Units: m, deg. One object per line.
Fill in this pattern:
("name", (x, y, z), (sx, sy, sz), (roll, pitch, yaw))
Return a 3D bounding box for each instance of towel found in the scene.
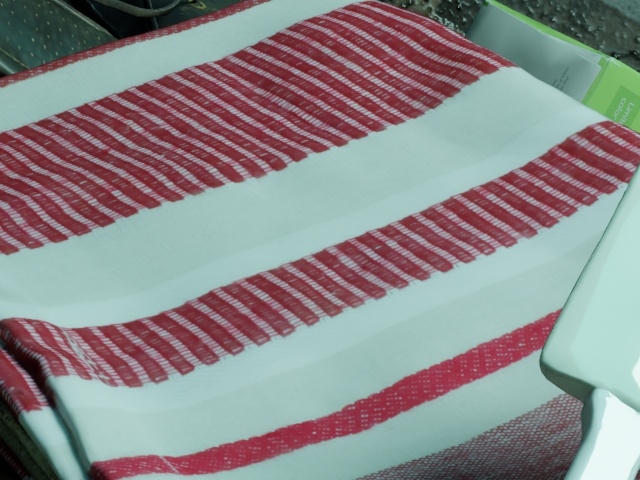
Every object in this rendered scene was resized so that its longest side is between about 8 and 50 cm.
("towel", (0.000, 0.000, 0.570), (0.237, 0.037, 0.329), (-20, 34, -26))

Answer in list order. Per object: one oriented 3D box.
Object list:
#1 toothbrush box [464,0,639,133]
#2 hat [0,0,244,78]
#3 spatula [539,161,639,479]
("toothbrush box", (0.172, 0.012, 1.160), (0.283, 0.206, 0.122), (24, 8, -39))
("hat", (-0.159, -0.110, 0.938), (0.331, 0.134, 0.331), (31, 24, -16))
("spatula", (0.107, 0.090, 0.393), (0.168, 0.019, 0.242), (32, 45, 2))
